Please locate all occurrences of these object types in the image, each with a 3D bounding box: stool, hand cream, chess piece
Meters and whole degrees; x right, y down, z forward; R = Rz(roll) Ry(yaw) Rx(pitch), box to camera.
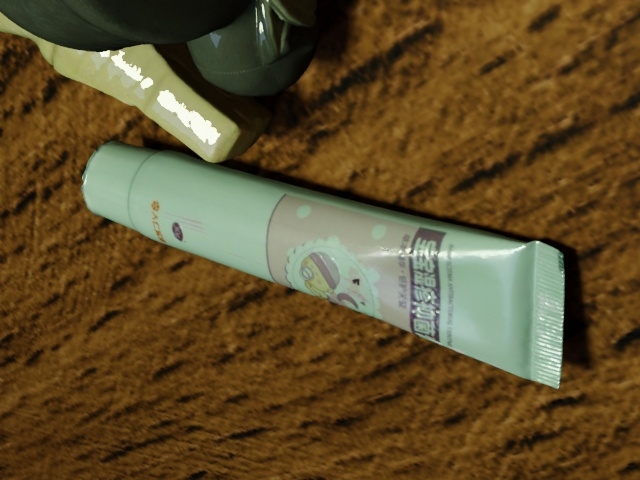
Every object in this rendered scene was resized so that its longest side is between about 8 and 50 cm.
[{"bbox_3d":[-0.106,-0.152,0.926,0.139,0.153,0.228,-2,123,50],"label":"stool"},{"bbox_3d":[0.000,0.000,1.068,0.331,0.058,0.085,16,120,32],"label":"hand cream"},{"bbox_3d":[-0.115,-0.114,1.040,0.200,0.090,0.090,39,146,11],"label":"chess piece"}]
